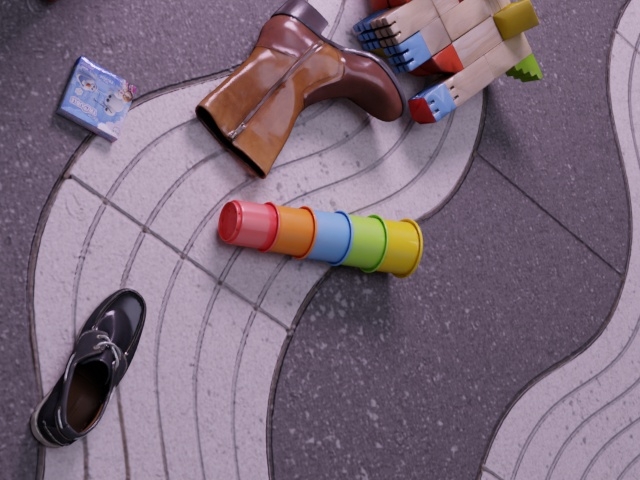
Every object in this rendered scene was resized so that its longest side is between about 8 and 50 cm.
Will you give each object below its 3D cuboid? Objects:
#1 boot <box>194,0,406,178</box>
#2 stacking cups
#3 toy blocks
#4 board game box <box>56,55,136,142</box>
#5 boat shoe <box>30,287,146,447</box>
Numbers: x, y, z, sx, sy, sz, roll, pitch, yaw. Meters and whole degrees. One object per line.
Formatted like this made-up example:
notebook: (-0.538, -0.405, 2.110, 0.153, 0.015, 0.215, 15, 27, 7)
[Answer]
boot: (-0.020, -0.202, 1.766, 0.264, 0.096, 0.280, 44, 55, -17)
stacking cups: (0.000, 0.000, 1.721, 0.316, 0.096, 0.096, 5, 72, -32)
toy blocks: (0.180, -0.372, 1.931, 0.261, 0.190, 0.381, -36, 109, -24)
board game box: (-0.307, -0.194, 1.599, 0.090, 0.020, 0.090, 28, 61, -26)
boat shoe: (-0.276, 0.156, 1.469, 0.084, 0.079, 0.233, 38, 54, -18)
